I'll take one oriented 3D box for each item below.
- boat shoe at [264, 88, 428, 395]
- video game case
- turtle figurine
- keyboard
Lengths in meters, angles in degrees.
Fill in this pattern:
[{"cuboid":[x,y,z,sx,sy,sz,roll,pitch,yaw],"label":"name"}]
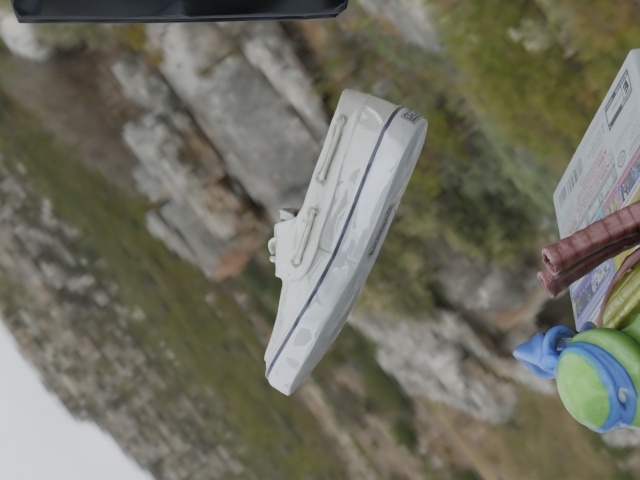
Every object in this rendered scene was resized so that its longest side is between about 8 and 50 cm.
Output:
[{"cuboid":[0.000,0.000,1.354,0.088,0.267,0.096,26,-164,12],"label":"boat shoe"},{"cuboid":[0.249,-0.019,1.322,0.212,0.023,0.193,110,160,-54],"label":"video game case"},{"cuboid":[0.266,0.048,0.795,0.274,0.266,0.198,1,119,49],"label":"turtle figurine"},{"cuboid":[-0.107,-0.275,1.332,0.033,0.317,0.201,-121,35,-46],"label":"keyboard"}]
